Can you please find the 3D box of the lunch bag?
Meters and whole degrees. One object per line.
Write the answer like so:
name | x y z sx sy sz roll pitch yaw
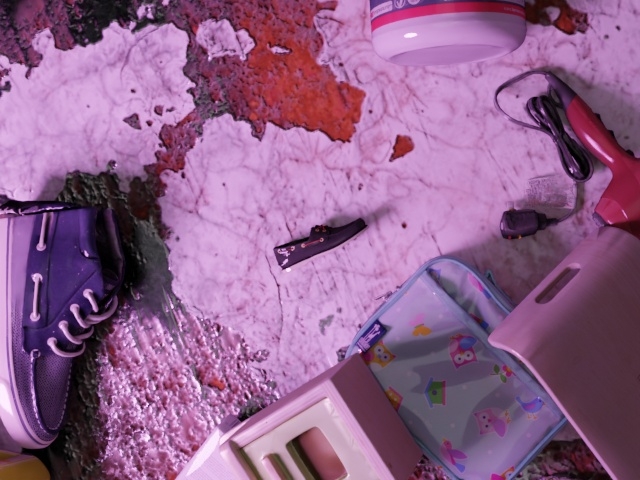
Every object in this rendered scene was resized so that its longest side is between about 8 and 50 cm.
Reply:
lunch bag | 0.181 0.159 1.317 0.279 0.108 0.224 44 97 7

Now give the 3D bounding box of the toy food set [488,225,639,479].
toy food set | 0.359 0.166 1.242 0.220 0.092 0.306 -40 97 -22

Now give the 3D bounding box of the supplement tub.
supplement tub | 0.151 -0.361 1.275 0.191 0.191 0.272 -3 90 10

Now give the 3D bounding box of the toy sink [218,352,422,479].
toy sink | -0.022 0.268 1.258 0.234 0.131 0.152 -33 88 20

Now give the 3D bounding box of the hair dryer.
hair dryer | 0.363 -0.107 1.298 0.294 0.080 0.223 1 90 9

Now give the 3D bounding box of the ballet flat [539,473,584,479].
ballet flat | 0.336 0.322 1.326 0.114 0.041 0.041 14 93 9

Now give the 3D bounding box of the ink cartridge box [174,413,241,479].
ink cartridge box | -0.123 0.374 1.412 0.181 0.056 0.224 40 114 7

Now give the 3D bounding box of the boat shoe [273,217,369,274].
boat shoe | 0.000 0.000 1.377 0.133 0.049 0.042 -25 94 14

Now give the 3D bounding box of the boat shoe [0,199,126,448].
boat shoe | -0.345 0.107 1.396 0.158 0.127 0.340 -6 89 17

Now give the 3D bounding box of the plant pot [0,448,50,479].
plant pot | -0.499 0.382 1.385 0.227 0.228 0.207 8 86 10
